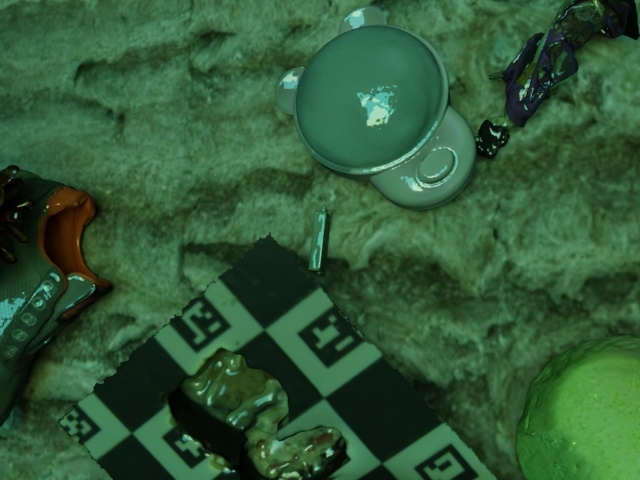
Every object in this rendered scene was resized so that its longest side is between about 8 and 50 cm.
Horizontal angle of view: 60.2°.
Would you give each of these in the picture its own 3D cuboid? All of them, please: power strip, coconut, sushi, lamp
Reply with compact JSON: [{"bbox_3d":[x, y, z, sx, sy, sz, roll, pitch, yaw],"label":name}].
[{"bbox_3d":[0.000,0.000,0.659,0.017,0.027,0.083,4,82,15],"label":"power strip"},{"bbox_3d":[0.285,0.196,0.476,0.235,0.236,0.205,12,60,15],"label":"coconut"},{"bbox_3d":[-0.025,0.209,0.572,0.296,0.100,0.373,-41,97,12],"label":"sushi"},{"bbox_3d":[0.068,-0.142,0.618,0.179,0.108,0.246,-43,76,10],"label":"lamp"}]

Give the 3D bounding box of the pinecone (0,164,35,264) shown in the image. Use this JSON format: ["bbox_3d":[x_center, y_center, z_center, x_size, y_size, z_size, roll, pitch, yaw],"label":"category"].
[{"bbox_3d":[-0.406,-0.029,0.574,0.207,0.207,0.208,-2,83,14],"label":"pinecone"}]

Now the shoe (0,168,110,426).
[{"bbox_3d":[-0.349,0.078,0.692,0.170,0.132,0.337,5,79,11],"label":"shoe"}]

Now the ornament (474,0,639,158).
[{"bbox_3d":[0.232,-0.183,0.600,0.203,0.088,0.081,-47,55,16],"label":"ornament"}]

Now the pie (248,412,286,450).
[{"bbox_3d":[-0.077,0.171,0.634,0.193,0.079,0.163,-36,89,7],"label":"pie"}]
